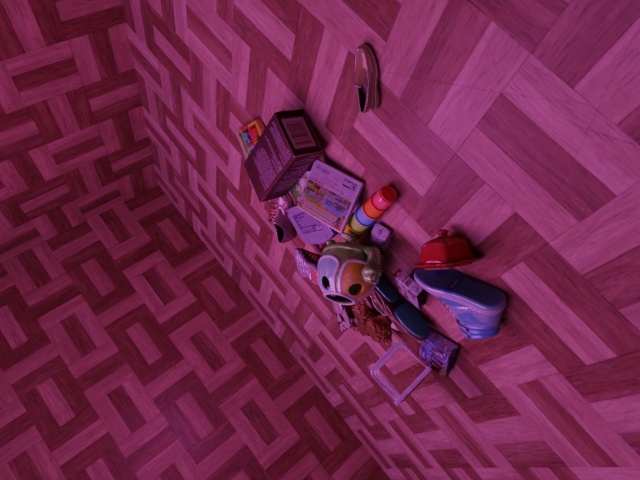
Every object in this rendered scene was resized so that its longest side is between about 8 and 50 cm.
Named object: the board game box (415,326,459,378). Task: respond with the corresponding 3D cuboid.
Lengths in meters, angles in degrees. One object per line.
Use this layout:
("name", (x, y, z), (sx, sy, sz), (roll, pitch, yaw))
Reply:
("board game box", (0.448, 0.426, 1.768), (0.194, 0.060, 0.194), (40, 153, 35))

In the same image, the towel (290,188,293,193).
("towel", (-0.138, -0.268, 1.961), (0.067, 0.029, 0.119), (-95, -16, -64))

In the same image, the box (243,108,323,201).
("box", (-0.157, -0.322, 1.741), (0.381, 0.143, 0.191), (-37, 74, 54))

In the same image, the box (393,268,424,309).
("box", (0.329, 0.182, 1.627), (0.114, 0.036, 0.207), (42, 174, 25))

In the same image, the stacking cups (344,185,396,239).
("stacking cups", (0.168, -0.102, 1.593), (0.096, 0.096, 0.316), (52, 153, 8))

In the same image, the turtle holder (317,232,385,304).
("turtle holder", (0.131, 0.125, 1.689), (0.321, 0.227, 0.243), (3, 153, 36))

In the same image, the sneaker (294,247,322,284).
("sneaker", (0.004, 0.104, 2.026), (0.321, 0.180, 0.124), (-142, 42, -57))

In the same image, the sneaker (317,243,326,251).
("sneaker", (0.000, 0.000, 2.056), (0.057, 0.047, 0.119), (53, 155, 32))

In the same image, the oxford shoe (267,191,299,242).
("oxford shoe", (-0.187, -0.145, 2.095), (0.130, 0.133, 0.363), (25, 140, 47))

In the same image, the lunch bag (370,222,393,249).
("lunch bag", (0.226, -0.018, 1.639), (0.071, 0.053, 0.083), (38, 140, 30))

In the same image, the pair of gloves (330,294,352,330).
("pair of gloves", (0.092, 0.347, 2.187), (0.240, 0.042, 0.204), (107, 142, -74))

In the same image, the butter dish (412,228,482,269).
("butter dish", (0.381, 0.024, 1.354), (0.160, 0.160, 0.118), (-9, 89, 62))

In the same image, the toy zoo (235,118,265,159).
("toy zoo", (-0.290, -0.438, 2.019), (0.293, 0.030, 0.192), (-1, 112, 59))

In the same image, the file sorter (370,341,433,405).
("file sorter", (0.333, 0.540, 1.823), (0.173, 0.193, 0.277), (43, 178, 22))

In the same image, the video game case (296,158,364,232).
("video game case", (0.033, -0.169, 1.665), (0.227, 0.026, 0.206), (32, 110, 26))

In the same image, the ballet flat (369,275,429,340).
("ballet flat", (0.293, 0.282, 1.787), (0.342, 0.116, 0.124), (47, 141, 21))

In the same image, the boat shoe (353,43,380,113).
("boat shoe", (0.125, -0.459, 1.272), (0.068, 0.072, 0.189), (24, 140, 47))

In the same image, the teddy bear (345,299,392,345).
("teddy bear", (0.225, 0.372, 2.058), (0.245, 0.113, 0.338), (63, 162, 1))

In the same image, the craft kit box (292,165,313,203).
("craft kit box", (-0.026, -0.194, 1.860), (0.250, 0.061, 0.246), (15, 130, 53))

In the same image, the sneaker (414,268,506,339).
("sneaker", (0.446, 0.217, 1.457), (0.319, 0.127, 0.208), (28, 141, 45))

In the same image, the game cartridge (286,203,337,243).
("game cartridge", (-0.032, -0.079, 1.886), (0.294, 0.060, 0.195), (-10, 108, 62))
